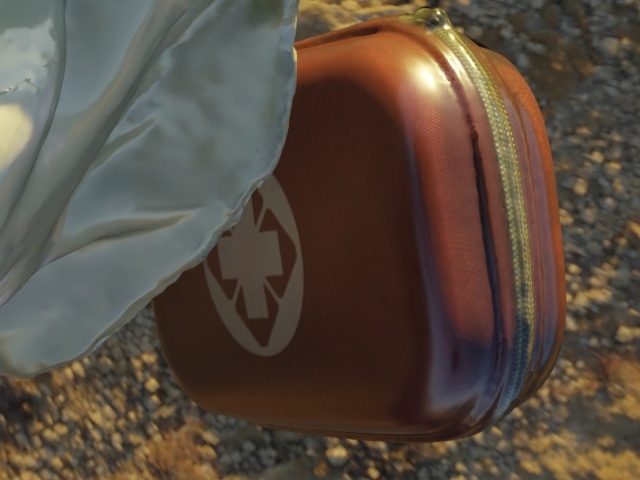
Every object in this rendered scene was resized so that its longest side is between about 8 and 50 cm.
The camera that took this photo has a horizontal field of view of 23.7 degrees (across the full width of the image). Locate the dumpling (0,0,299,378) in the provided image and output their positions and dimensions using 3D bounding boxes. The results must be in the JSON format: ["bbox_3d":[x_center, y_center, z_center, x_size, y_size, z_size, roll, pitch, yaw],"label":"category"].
[{"bbox_3d":[-0.165,-0.083,0.471,0.315,0.233,0.395,-36,137,21],"label":"dumpling"}]

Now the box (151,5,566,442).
[{"bbox_3d":[0.000,0.000,1.004,0.108,0.404,0.263,-9,92,-32],"label":"box"}]
